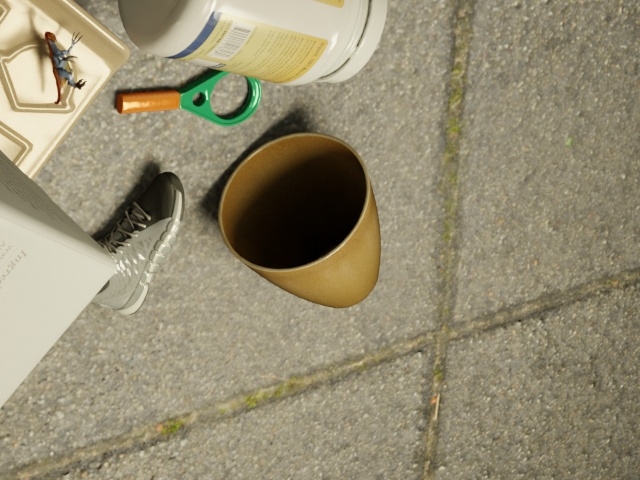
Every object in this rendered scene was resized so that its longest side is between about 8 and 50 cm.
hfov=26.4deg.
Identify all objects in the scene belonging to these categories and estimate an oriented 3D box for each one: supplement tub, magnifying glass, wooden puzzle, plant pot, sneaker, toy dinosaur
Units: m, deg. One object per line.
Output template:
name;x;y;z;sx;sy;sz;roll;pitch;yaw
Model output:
supplement tub;-0.088;-0.335;1.840;0.316;0.228;0.228;9;108;-39
magnifying glass;-0.187;-0.206;1.974;0.231;0.026;0.092;-10;119;-35
wooden puzzle;-0.462;-0.204;1.739;0.348;0.080;0.322;-50;132;2
plant pot;0.000;0.000;2.104;0.237;0.237;0.254;-46;145;-8
sneaker;-0.289;-0.001;1.965;0.132;0.086;0.229;13;106;-38
toy dinosaur;-0.333;-0.225;1.734;0.090;0.047;0.082;-41;115;7

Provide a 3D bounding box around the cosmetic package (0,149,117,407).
cosmetic package;-0.507;0.009;1.487;0.327;0.329;0.393;-50;154;2
